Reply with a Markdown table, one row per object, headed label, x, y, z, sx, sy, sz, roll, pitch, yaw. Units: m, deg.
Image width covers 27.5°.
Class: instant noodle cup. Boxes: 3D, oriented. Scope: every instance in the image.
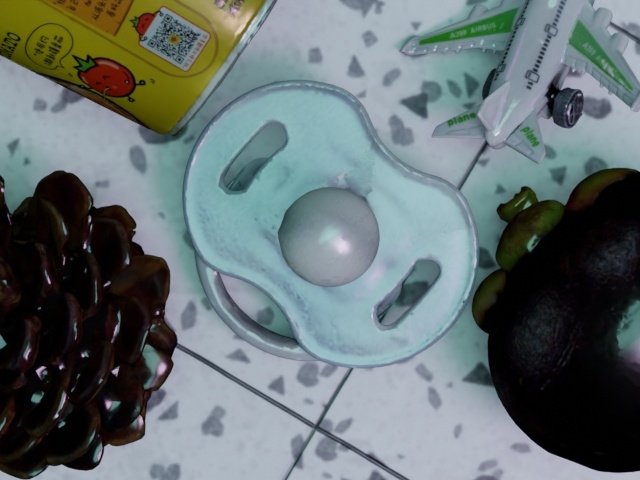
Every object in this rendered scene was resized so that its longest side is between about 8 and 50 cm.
| label | x | y | z | sx | sy | sz | roll | pitch | yaw |
| --- | --- | --- | --- | --- | --- | --- | --- | --- | --- |
| instant noodle cup | -0.171 | -0.258 | 1.148 | 0.254 | 0.325 | 0.325 | 33 | 88 | -13 |

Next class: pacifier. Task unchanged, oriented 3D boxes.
| label | x | y | z | sx | sy | sz | roll | pitch | yaw |
| --- | --- | --- | --- | --- | --- | --- | --- | --- | --- |
| pacifier | 0.000 | 0.000 | 1.185 | 0.299 | 0.233 | 0.244 | 41 | 91 | -2 |

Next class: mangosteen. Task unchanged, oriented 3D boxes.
| label | x | y | z | sx | sy | sz | roll | pitch | yaw |
| --- | --- | --- | --- | --- | --- | --- | --- | --- | --- |
| mangosteen | 0.267 | 0.058 | 1.214 | 0.275 | 0.275 | 0.302 | -36 | 60 | -3 |

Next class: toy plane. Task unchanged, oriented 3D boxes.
| label | x | y | z | sx | sy | sz | roll | pitch | yaw |
| --- | --- | --- | --- | --- | --- | --- | --- | --- | --- |
| toy plane | 0.212 | -0.188 | 1.259 | 0.251 | 0.101 | 0.255 | 19 | 72 | 32 |

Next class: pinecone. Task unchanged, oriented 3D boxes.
| label | x | y | z | sx | sy | sz | roll | pitch | yaw |
| --- | --- | --- | --- | --- | --- | --- | --- | --- | --- |
| pinecone | -0.289 | 0.061 | 1.154 | 0.242 | 0.296 | 0.298 | -48 | 61 | 37 |
